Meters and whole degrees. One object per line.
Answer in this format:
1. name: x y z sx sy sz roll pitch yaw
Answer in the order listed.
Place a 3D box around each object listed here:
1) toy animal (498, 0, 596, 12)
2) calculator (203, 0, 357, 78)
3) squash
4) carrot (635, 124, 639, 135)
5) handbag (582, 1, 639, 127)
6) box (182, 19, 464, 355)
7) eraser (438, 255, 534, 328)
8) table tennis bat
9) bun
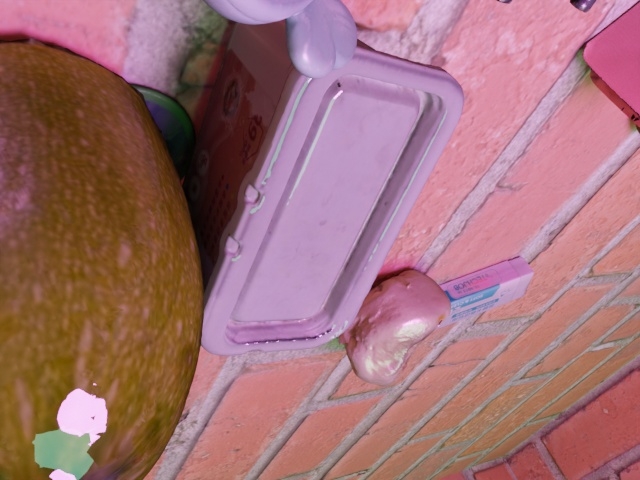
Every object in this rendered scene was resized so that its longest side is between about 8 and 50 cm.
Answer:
1. toy animal: 0.187 -0.295 0.549 0.269 0.082 0.137 2 134 -32
2. calculator: -0.045 -0.224 0.316 0.042 0.184 0.295 -3 127 30
3. squash: -0.195 0.044 0.444 0.310 0.309 0.310 -24 135 -27
4. carrot: 0.641 -0.281 0.901 0.358 0.074 0.074 -44 144 18
5. handbag: 0.444 -0.207 0.724 0.157 0.212 0.059 -40 144 18
6. box: -0.033 -0.061 0.578 0.175 0.182 0.312 2 126 -36
7. eraser: 0.313 0.109 1.208 0.225 0.052 0.095 -18 143 -13
8. table tennis bat: -0.235 -0.091 0.566 0.257 0.039 0.160 10 127 -46
9. bun: 0.124 0.150 1.061 0.229 0.145 0.229 -53 169 -15
